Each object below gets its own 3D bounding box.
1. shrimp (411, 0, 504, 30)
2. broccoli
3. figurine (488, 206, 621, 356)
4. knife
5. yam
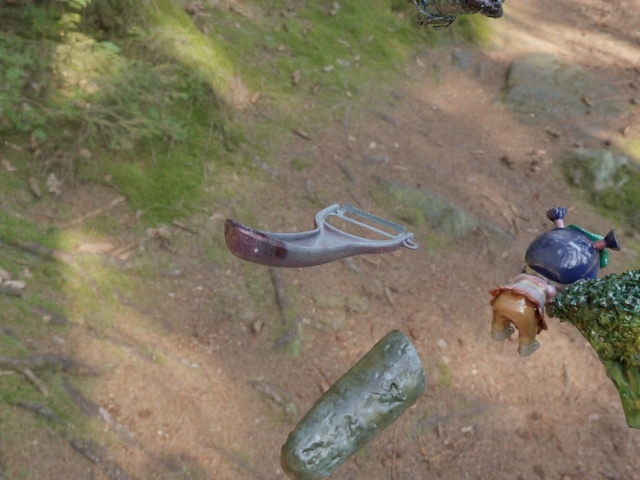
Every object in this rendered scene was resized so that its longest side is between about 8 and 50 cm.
[{"bbox_3d":[0.176,-0.338,0.880,0.076,0.082,0.174,5,11,-32],"label":"shrimp"},{"bbox_3d":[0.381,0.127,0.737,0.219,0.194,0.194,-8,14,33],"label":"broccoli"},{"bbox_3d":[0.305,0.052,0.833,0.111,0.102,0.195,28,61,37],"label":"figurine"},{"bbox_3d":[-0.001,0.002,0.623,0.123,0.053,0.278,18,13,26],"label":"knife"},{"bbox_3d":[0.062,0.301,1.130,0.330,0.133,0.133,-36,51,-26],"label":"yam"}]
